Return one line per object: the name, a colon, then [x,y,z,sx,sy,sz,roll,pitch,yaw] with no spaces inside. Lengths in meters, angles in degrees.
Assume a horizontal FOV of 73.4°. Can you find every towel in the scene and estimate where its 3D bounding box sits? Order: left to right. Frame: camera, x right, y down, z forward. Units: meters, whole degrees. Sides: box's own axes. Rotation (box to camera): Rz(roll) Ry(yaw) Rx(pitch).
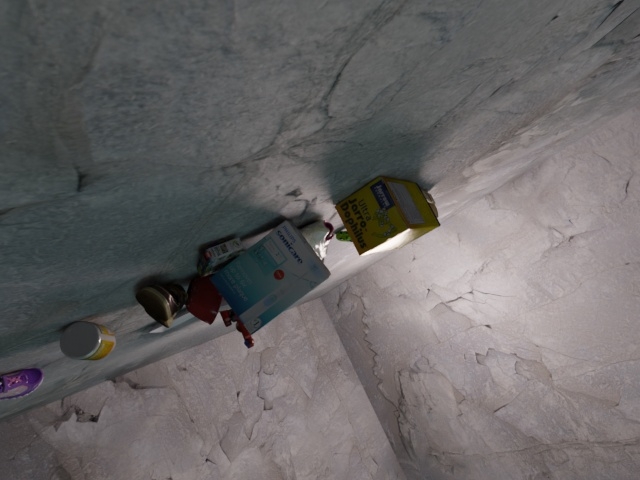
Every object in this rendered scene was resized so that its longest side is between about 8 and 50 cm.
towel: [-0.308,0.020,1.234,0.083,0.009,0.060,-24,168,-9]

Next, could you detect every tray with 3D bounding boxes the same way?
tray: [-0.622,0.341,1.923,0.271,0.030,0.145,-26,169,-1]

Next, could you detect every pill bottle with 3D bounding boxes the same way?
pill bottle: [-0.743,0.329,1.398,0.118,0.117,0.208,-23,169,-13]

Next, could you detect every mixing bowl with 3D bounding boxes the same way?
mixing bowl: [-0.400,0.189,1.458,0.098,0.181,0.181,16,149,-23]

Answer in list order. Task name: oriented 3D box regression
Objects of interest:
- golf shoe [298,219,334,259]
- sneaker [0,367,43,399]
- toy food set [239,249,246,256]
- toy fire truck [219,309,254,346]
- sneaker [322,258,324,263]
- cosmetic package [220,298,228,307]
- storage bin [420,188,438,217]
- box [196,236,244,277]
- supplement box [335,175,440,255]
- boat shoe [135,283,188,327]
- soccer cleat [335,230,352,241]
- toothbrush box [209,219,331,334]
golf shoe: [0.000,0.000,1.564,0.140,0.115,0.306,-31,169,7]
sneaker: [-1.096,0.505,1.497,0.237,0.095,0.104,-12,154,-47]
toy food set: [-0.247,0.081,1.505,0.133,0.038,0.191,-15,141,-26]
toy fire truck: [-0.406,0.438,2.248,0.170,0.253,0.302,-23,168,-16]
sneaker: [-0.075,0.086,1.863,0.130,0.110,0.297,-2,160,-15]
cosmetic package: [-0.245,0.197,1.723,0.378,0.097,0.284,-12,168,-8]
storage bin: [0.354,-0.102,1.830,0.261,0.123,0.262,-30,167,22]
box: [-0.304,0.054,1.288,0.114,0.036,0.207,-22,172,-25]
supplement box: [0.246,-0.084,1.505,0.195,0.194,0.357,-33,166,28]
boat shoe: [-0.493,0.186,1.376,0.123,0.123,0.342,-54,177,-26]
soccer cleat: [0.154,-0.016,1.841,0.179,0.060,0.072,5,178,-3]
toothbrush box: [-0.146,0.109,1.319,0.296,0.216,0.126,-36,178,4]
